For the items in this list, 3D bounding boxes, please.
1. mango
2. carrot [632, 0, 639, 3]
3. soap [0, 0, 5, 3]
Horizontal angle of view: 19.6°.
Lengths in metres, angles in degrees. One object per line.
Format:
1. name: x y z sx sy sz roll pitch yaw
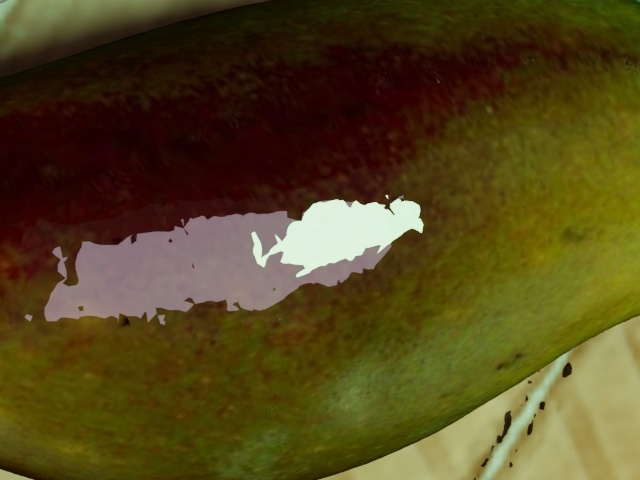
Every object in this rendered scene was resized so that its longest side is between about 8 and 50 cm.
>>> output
1. mango: 0.000 0.000 0.505 0.267 0.111 0.133 -12 106 -15
2. carrot: 0.006 -0.174 0.484 0.069 0.069 0.336 -45 117 -7
3. soap: -0.123 -0.136 0.387 0.199 0.138 0.182 -28 117 -16
